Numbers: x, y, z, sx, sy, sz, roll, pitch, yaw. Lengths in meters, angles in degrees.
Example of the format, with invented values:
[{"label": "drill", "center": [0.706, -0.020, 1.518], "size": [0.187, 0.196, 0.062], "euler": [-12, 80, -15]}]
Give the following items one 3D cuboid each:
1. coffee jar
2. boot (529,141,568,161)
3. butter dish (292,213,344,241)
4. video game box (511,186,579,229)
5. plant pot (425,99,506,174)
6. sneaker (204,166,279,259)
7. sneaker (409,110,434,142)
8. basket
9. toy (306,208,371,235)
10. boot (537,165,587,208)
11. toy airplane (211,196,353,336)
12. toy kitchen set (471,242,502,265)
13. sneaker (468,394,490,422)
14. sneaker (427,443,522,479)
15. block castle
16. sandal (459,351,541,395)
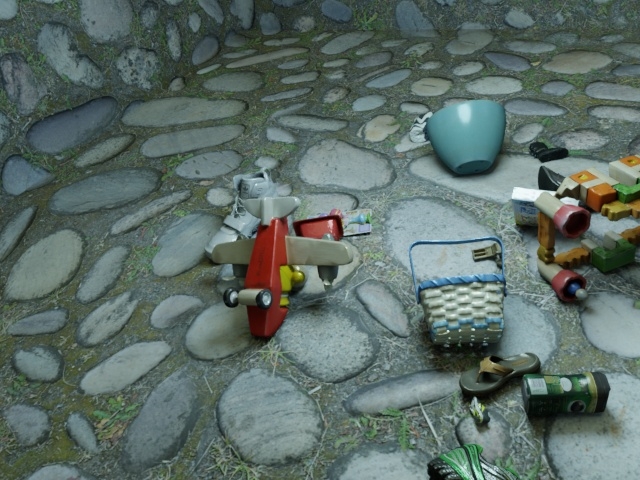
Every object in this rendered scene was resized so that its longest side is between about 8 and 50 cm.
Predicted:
[{"label": "coffee jar", "center": [0.563, 0.351, 1.341], "size": [0.184, 0.096, 0.079], "euler": [-4, 41, 9]}, {"label": "boot", "center": [0.850, -0.338, 2.184], "size": [0.121, 0.045, 0.099], "euler": [-13, 34, -1]}, {"label": "butter dish", "center": [0.000, 0.000, 1.913], "size": [0.160, 0.160, 0.118], "euler": [-10, 60, 3]}, {"label": "video game box", "center": [0.691, -0.093, 1.790], "size": [0.187, 0.205, 0.048], "euler": [8, 73, 24]}, {"label": "plant pot", "center": [0.545, -0.357, 2.135], "size": [0.290, 0.290, 0.195], "euler": [-7, 74, 5]}, {"label": "sneaker", "center": [-0.280, -0.101, 2.036], "size": [0.137, 0.210, 0.366], "euler": [22, 49, 36]}, {"label": "sneaker", "center": [0.490, -0.484, 2.416], "size": [0.235, 0.094, 0.153], "euler": [-7, 45, 22]}, {"label": "basket", "center": [0.370, 0.129, 1.561], "size": [0.255, 0.201, 0.289], "euler": [-3, 70, 9]}, {"label": "toy", "center": [0.059, -0.073, 2.040], "size": [0.237, 0.056, 0.137], "euler": [-4, 38, 9]}, {"label": "boot", "center": [0.879, -0.177, 1.952], "size": [0.229, 0.091, 0.263], "euler": [-10, 41, -7]}, {"label": "toy airplane", "center": [-0.126, 0.052, 1.759], "size": [0.384, 0.272, 0.386], "euler": [-44, 54, 9]}, {"label": "toy kitchen set", "center": [0.509, 0.048, 1.766], "size": [0.075, 0.083, 0.068], "euler": [-10, 79, 2]}, {"label": "sneaker", "center": [0.378, 0.404, 1.383], "size": [0.035, 0.031, 0.083], "euler": [18, 28, -10]}, {"label": "sneaker", "center": [0.369, 0.526, 1.141], "size": [0.146, 0.134, 0.343], "euler": [-27, 40, -20]}, {"label": "block castle", "center": [0.832, -0.036, 1.599], "size": [0.453, 0.303, 0.213], "euler": [-18, 32, -8]}, {"label": "sandal", "center": [0.440, 0.315, 1.436], "size": [0.219, 0.060, 0.090], "euler": [-17, 26, -6]}]
